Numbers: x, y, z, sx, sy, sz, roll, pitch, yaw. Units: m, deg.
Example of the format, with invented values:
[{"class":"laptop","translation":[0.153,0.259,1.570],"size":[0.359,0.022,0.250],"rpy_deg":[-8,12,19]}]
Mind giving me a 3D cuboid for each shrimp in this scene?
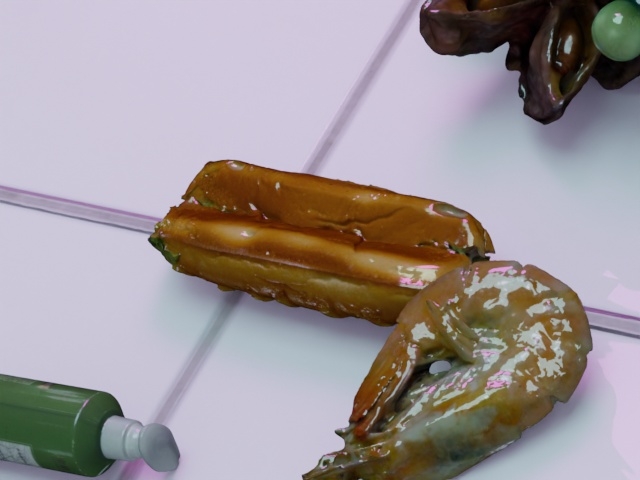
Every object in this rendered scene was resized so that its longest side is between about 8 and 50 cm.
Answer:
[{"class":"shrimp","translation":[0.076,0.095,1.239],"size":[0.217,0.051,0.115],"rpy_deg":[-36,67,4]}]

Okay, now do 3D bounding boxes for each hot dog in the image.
[{"class":"hot dog","translation":[0.000,0.000,1.355],"size":[0.269,0.072,0.115],"rpy_deg":[14,58,34]}]

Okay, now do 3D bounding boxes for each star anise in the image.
[{"class":"star anise","translation":[0.158,-0.181,1.421],"size":[0.214,0.099,0.220],"rpy_deg":[40,54,22]}]

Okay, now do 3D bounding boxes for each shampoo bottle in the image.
[{"class":"shampoo bottle","translation":[-0.194,0.129,1.334],"size":[0.204,0.065,0.065],"rpy_deg":[6,54,30]}]

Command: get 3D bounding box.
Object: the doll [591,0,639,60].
[{"class":"doll","translation":[0.225,-0.247,1.317],"size":[0.198,0.186,0.322],"rpy_deg":[-33,85,-16]}]
